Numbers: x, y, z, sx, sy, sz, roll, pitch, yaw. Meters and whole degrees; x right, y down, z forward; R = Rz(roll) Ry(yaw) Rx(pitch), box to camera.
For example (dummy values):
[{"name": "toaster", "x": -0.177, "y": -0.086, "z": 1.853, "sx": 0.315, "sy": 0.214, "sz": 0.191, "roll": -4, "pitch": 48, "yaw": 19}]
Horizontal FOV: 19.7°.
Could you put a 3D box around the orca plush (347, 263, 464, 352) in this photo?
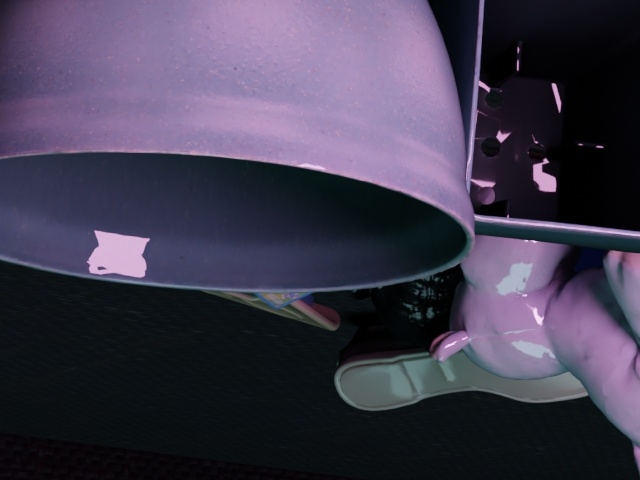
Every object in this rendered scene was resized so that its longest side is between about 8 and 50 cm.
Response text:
[{"name": "orca plush", "x": 0.121, "y": 0.056, "z": 1.709, "sx": 0.151, "sy": 0.102, "sz": 0.287, "roll": -6, "pitch": 160, "yaw": -22}]

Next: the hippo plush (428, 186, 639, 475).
[{"name": "hippo plush", "x": 0.233, "y": 0.047, "z": 1.490, "sx": 0.236, "sy": 0.294, "sz": 0.234, "roll": 16, "pitch": -152, "yaw": 37}]

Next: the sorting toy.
[{"name": "sorting toy", "x": -0.095, "y": 0.034, "z": 1.784, "sx": 0.193, "sy": 0.038, "sz": 0.208, "roll": 16, "pitch": 176, "yaw": 22}]

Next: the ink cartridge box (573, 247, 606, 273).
[{"name": "ink cartridge box", "x": 0.293, "y": 0.020, "z": 1.585, "sx": 0.207, "sy": 0.097, "sz": 0.046, "roll": -1, "pitch": 165, "yaw": 16}]

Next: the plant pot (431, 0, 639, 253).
[{"name": "plant pot", "x": 0.139, "y": -0.072, "z": 1.125, "sx": 0.165, "sy": 0.165, "sz": 0.234, "roll": 6, "pitch": 172, "yaw": -12}]

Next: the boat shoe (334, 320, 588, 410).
[{"name": "boat shoe", "x": 0.176, "y": 0.120, "z": 2.080, "sx": 0.335, "sy": 0.095, "sz": 0.112, "roll": -6, "pitch": 128, "yaw": 21}]

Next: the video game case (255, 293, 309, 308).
[{"name": "video game case", "x": 0.000, "y": 0.000, "z": 1.577, "sx": 0.166, "sy": 0.015, "sz": 0.119, "roll": -25, "pitch": 143, "yaw": 20}]

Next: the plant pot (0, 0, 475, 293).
[{"name": "plant pot", "x": -0.060, "y": -0.097, "z": 0.978, "sx": 0.293, "sy": 0.196, "sz": 0.293, "roll": 4, "pitch": 166, "yaw": 1}]
